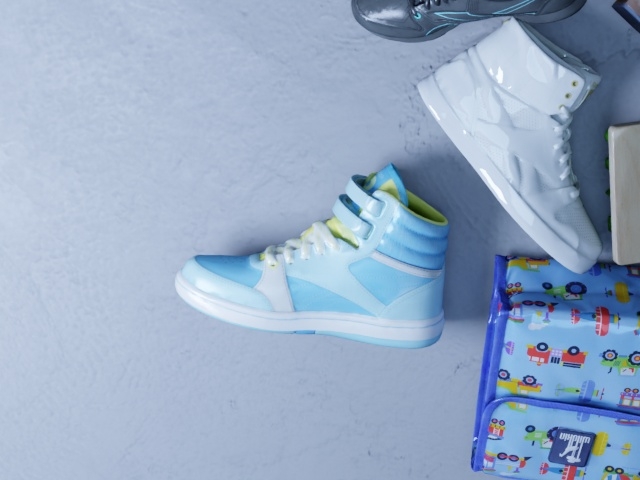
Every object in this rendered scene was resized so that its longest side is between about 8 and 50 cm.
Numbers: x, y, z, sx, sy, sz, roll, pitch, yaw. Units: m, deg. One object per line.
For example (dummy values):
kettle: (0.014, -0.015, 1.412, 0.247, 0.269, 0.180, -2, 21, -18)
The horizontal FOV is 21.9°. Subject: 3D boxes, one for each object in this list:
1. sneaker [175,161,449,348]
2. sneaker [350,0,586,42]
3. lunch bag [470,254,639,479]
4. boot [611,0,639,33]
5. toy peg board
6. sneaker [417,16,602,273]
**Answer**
sneaker: (0.000, 0.000, 1.913, 0.319, 0.127, 0.208, 7, 110, -8)
sneaker: (0.152, -0.281, 1.792, 0.267, 0.106, 0.101, -6, 80, 21)
lunch bag: (0.300, 0.180, 1.961, 0.221, 0.138, 0.293, 5, 120, 2)
boot: (0.331, -0.328, 1.813, 0.106, 0.082, 0.219, -44, 107, 2)
toy peg board: (0.398, -0.069, 1.894, 0.160, 0.079, 0.161, -8, 108, -9)
sneaker: (0.263, -0.112, 1.863, 0.169, 0.108, 0.292, -37, 100, 17)
